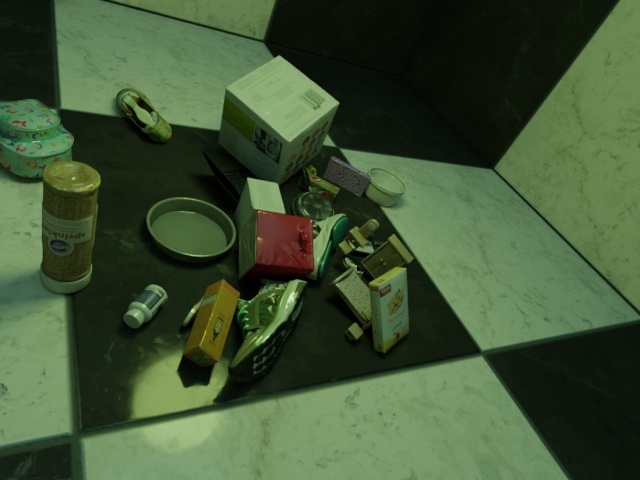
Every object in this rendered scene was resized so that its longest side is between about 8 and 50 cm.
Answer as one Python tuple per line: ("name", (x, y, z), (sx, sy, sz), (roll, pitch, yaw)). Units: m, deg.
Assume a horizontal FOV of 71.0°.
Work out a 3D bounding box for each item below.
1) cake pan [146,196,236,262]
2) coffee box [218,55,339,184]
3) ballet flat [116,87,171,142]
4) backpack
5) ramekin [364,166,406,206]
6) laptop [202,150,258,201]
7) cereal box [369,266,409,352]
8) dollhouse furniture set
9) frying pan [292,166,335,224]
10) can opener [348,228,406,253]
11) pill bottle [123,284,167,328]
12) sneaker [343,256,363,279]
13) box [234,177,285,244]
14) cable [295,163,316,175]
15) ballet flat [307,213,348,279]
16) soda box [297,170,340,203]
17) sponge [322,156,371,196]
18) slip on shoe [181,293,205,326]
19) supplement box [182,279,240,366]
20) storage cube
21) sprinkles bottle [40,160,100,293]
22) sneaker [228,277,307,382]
("cake pan", (-0.434, -0.034, 1.511), (0.293, 0.054, 0.293), (17, 38, -14))
("coffee box", (-0.185, -0.490, 1.898), (0.338, 0.334, 0.337), (40, 57, 7))
("ballet flat", (-0.750, -0.538, 1.852), (0.348, 0.123, 0.123), (44, 39, 16))
("backpack", (-0.934, -0.325, 1.445), (0.253, 0.191, 0.225), (41, 37, 9))
("ramekin", (0.307, -0.259, 2.213), (0.207, 0.109, 0.207), (17, 37, -14))
("laptop", (-0.312, -0.246, 1.777), (0.264, 0.136, 0.234), (-18, 56, -44))
("cereal box", (0.231, 0.226, 1.486), (0.047, 0.240, 0.173), (8, 22, 39))
("dollhouse furniture set", (0.150, 0.112, 1.545), (0.303, 0.174, 0.355), (51, 40, 5))
("frying pan", (-0.011, -0.178, 1.911), (0.197, 0.053, 0.326), (23, 51, -14))
("can opener", (0.247, 0.020, 1.847), (0.283, 0.095, 0.076), (10, 40, -22))
("pill bottle", (-0.475, 0.180, 1.216), (0.067, 0.067, 0.120), (28, 36, 0))
("sneaker", (0.129, 0.100, 1.720), (0.040, 0.044, 0.109), (-13, 51, -40))
("box", (-0.223, -0.096, 1.614), (0.119, 0.181, 0.182), (8, 41, -25))
("cable", (-0.093, -0.378, 2.171), (0.139, 0.072, 0.287), (3, 28, -5))
("ballet flat", (0.000, 0.000, 1.703), (0.139, 0.139, 0.400), (29, 37, 1))
("soda box", (-0.008, -0.241, 2.028), (0.181, 0.061, 0.058), (29, 37, 1))
("sponge", (0.124, -0.304, 2.142), (0.210, 0.117, 0.031), (27, 38, 0))
("slip on shoe", (-0.348, 0.205, 1.288), (0.041, 0.051, 0.135), (39, 30, -5))
("supplement box", (-0.296, 0.224, 1.232), (0.078, 0.080, 0.233), (49, 30, -31))
("storage cube", (-0.147, 0.028, 1.458), (0.193, 0.215, 0.183), (7, 68, -25))
("sprinkles bottle", (-0.628, -0.024, 1.119), (0.121, 0.355, 0.121), (17, 37, -14))
("sneaker", (-0.184, 0.240, 1.299), (0.182, 0.158, 0.410), (16, 31, 13))
